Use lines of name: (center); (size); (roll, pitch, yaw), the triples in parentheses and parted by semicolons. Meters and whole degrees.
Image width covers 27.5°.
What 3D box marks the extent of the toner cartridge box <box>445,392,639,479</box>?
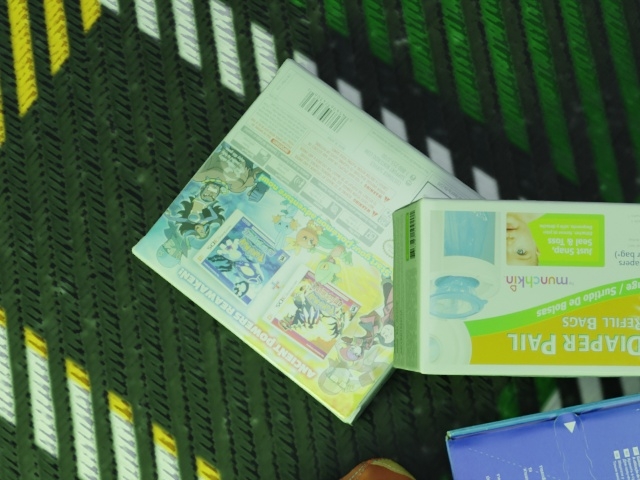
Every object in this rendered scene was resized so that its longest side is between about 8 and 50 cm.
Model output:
toner cartridge box: (0.196, 0.282, 0.846); (0.165, 0.075, 0.348); (-11, 77, 4)

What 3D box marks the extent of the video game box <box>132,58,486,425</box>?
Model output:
video game box: (0.000, 0.000, 0.949); (0.205, 0.048, 0.187); (38, 82, 13)

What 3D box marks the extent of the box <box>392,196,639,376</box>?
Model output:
box: (0.155, 0.033, 0.864); (0.203, 0.103, 0.114); (0, 87, -6)

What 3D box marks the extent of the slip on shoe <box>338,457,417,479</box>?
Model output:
slip on shoe: (-0.059, 0.254, 0.879); (0.331, 0.123, 0.101); (-32, 37, 7)
